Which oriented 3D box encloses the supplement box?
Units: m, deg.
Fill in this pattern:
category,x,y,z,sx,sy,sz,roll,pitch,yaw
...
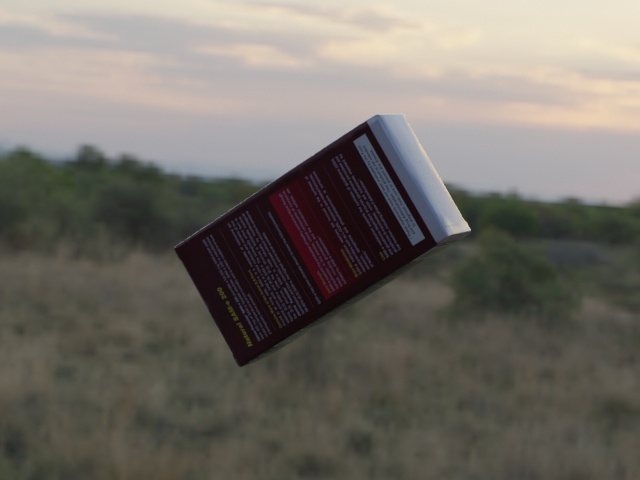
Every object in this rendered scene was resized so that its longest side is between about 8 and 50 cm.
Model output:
category,x,y,z,sx,sy,sz,roll,pitch,yaw
supplement box,0.000,0.000,1.630,0.239,0.130,0.073,-32,-8,21
